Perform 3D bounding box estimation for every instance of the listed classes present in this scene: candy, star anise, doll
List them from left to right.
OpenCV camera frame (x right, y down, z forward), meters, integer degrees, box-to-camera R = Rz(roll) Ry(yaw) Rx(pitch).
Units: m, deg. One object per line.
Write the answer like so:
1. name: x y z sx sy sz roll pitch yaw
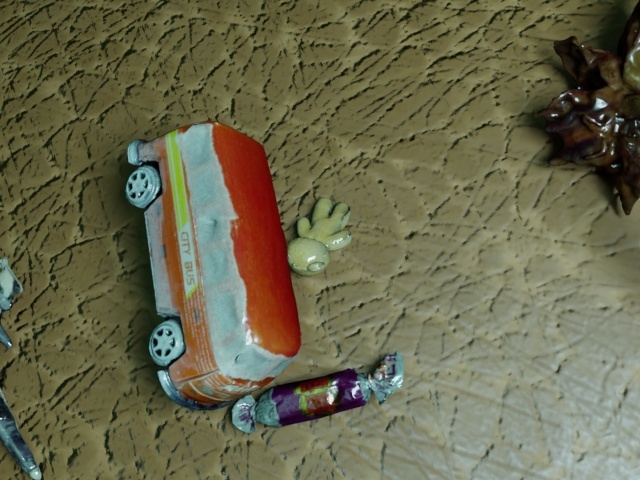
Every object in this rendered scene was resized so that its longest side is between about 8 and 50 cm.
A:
1. candy: -0.002 0.147 0.726 0.175 0.043 0.045 -15 68 6
2. doll: -0.001 -0.005 0.768 0.061 0.051 0.093 18 74 19
3. star anise: 0.327 -0.105 0.710 0.237 0.148 0.346 2 63 5

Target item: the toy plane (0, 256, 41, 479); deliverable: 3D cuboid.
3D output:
1. toy plane: -0.355 0.126 0.751 0.192 0.088 0.262 -38 72 -7

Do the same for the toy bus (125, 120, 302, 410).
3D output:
1. toy bus: -0.096 0.019 0.721 0.120 0.121 0.265 -21 69 26
